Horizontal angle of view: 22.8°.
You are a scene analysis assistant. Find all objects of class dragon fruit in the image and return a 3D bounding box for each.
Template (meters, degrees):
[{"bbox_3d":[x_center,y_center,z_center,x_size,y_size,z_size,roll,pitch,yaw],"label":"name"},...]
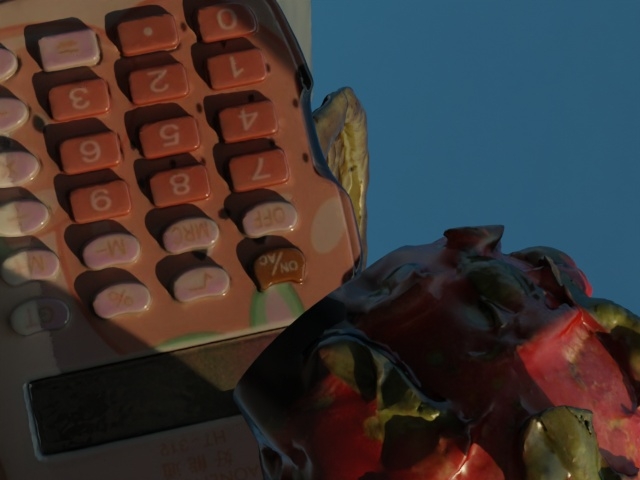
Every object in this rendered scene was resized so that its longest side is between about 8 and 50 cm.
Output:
[{"bbox_3d":[0.060,0.094,0.587,0.166,0.160,0.172,-41,-103,-6],"label":"dragon fruit"}]

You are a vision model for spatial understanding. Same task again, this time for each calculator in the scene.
[{"bbox_3d":[-0.089,0.006,0.837,0.048,0.220,0.329,157,-78,-83],"label":"calculator"}]

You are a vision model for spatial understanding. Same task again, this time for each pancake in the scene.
[{"bbox_3d":[-0.001,0.000,1.332,0.031,0.250,0.250,10,-83,17],"label":"pancake"}]

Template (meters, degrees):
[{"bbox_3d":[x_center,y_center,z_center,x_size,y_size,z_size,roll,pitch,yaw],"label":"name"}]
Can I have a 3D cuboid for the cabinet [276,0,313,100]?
[{"bbox_3d":[-0.186,-0.158,1.459,0.318,0.290,0.227,6,-48,9],"label":"cabinet"}]
